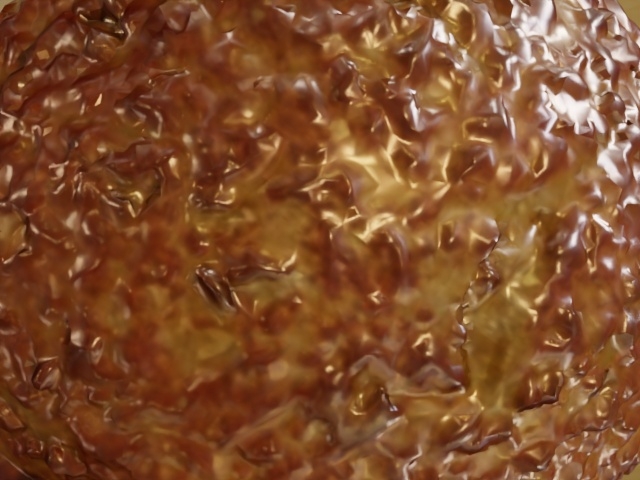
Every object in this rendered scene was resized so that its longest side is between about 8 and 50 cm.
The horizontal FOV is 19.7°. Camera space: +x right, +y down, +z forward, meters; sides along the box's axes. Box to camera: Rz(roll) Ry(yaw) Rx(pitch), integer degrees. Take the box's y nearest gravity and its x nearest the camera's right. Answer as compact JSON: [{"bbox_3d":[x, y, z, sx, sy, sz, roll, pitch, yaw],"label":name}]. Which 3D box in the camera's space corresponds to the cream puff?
[{"bbox_3d":[-0.002,-0.005,0.716,0.350,0.228,0.350,2,77,-7],"label":"cream puff"}]
